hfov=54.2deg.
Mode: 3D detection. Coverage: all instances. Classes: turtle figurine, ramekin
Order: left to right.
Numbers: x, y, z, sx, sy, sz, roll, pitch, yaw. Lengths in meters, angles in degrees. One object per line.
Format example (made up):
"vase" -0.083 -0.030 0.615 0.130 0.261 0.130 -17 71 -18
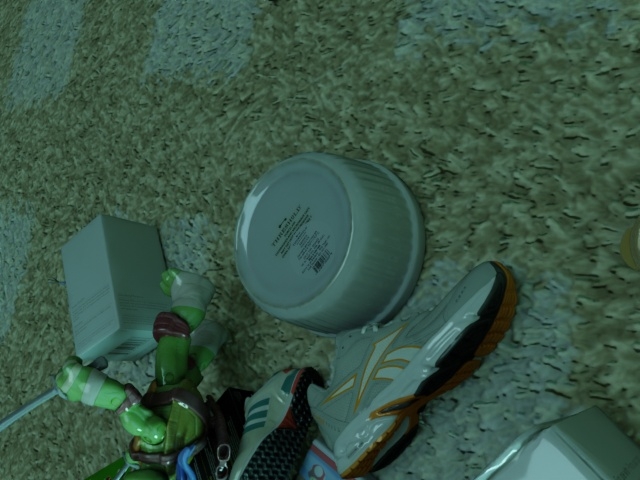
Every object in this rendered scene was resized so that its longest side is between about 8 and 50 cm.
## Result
"turtle figurine" -0.220 0.172 0.704 0.274 0.198 0.266 -23 33 32
"ramekin" 0.000 0.000 0.687 0.207 0.109 0.207 -10 73 36

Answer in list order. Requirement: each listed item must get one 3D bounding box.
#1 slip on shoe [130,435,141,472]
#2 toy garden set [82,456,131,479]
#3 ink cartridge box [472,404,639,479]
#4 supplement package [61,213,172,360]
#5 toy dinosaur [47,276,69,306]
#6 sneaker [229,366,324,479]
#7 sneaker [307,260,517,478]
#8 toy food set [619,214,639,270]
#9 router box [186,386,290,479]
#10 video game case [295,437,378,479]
"slip on shoe" -0.208 0.288 0.781 0.041 0.051 0.135 -35 44 22
"toy garden set" -0.209 0.388 0.796 0.203 0.049 0.244 -33 53 17
"ink cartridge box" 0.211 0.348 0.391 0.285 0.166 0.395 -52 59 17
"supplement package" -0.289 0.070 0.898 0.105 0.105 0.179 -33 62 29
"toy dinosaur" -0.403 0.077 1.041 0.090 0.047 0.082 -4 64 3
"sneaker" -0.060 0.207 0.686 0.075 0.057 0.161 -8 38 42
"sneaker" 0.073 0.107 0.611 0.262 0.099 0.121 -52 55 15
"toy food set" 0.297 0.003 0.512 0.083 0.020 0.082 -53 54 15
"router box" -0.101 0.282 0.722 0.133 0.046 0.179 -50 43 18
"video game case" 0.011 0.384 0.644 0.204 0.025 0.285 28 97 39
